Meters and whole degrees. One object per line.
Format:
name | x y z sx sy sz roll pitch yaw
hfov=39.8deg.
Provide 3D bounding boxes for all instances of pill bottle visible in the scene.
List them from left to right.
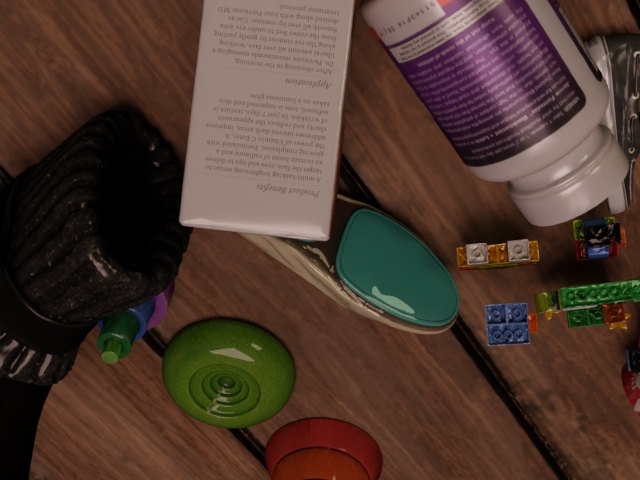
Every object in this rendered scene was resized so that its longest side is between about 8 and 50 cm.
pill bottle | 0.122 -0.108 0.587 0.108 0.108 0.193 -31 108 23

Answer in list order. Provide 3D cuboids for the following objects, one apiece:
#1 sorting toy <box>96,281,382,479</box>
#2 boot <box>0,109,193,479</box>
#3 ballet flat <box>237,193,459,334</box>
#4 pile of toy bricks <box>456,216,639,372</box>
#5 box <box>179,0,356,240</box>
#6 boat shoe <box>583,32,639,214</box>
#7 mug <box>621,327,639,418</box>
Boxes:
sorting toy | -0.076 0.173 0.800 0.127 0.126 0.365 -30 117 23
boot | -0.212 0.088 0.645 0.260 0.348 0.131 -22 153 22
ballet flat | 0.000 0.000 0.712 0.248 0.086 0.086 34 120 -15
pile of toy bricks | 0.219 0.044 0.697 0.212 0.105 0.118 -5 84 10
box | -0.028 -0.089 0.575 0.091 0.130 0.170 6 92 1
boat shoe | 0.220 -0.083 0.646 0.040 0.049 0.142 -10 120 12
mug | 0.333 0.077 0.728 0.113 0.150 0.169 3 139 -42
